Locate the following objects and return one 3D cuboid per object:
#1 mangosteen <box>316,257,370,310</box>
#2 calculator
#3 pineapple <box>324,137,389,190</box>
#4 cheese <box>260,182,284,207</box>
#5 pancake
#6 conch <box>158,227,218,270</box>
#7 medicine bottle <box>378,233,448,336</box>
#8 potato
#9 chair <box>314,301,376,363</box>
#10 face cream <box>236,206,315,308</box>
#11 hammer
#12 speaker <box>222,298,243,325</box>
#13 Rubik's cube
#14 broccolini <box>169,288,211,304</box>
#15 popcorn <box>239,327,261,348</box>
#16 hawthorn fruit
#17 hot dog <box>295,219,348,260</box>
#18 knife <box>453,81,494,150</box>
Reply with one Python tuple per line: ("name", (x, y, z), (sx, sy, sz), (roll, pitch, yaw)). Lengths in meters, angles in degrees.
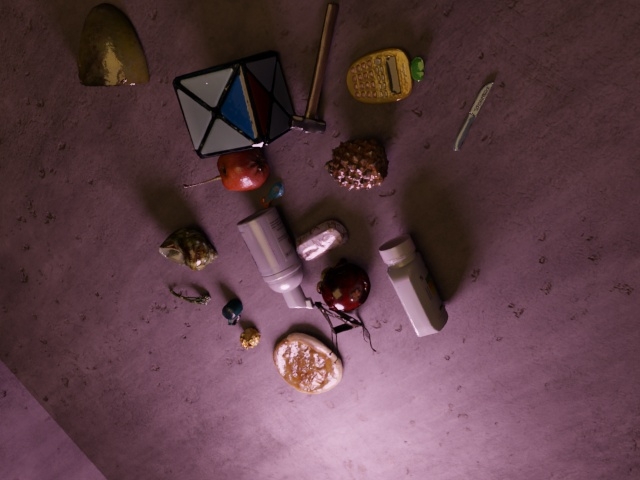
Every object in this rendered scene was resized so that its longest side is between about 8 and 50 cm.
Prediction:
("mangosteen", (0.070, 0.143, 1.803), (0.180, 0.166, 0.166), (33, 127, 44))
("calculator", (0.182, -0.463, 1.559), (0.234, 0.032, 0.146), (-4, 110, 26))
("pineapple", (0.100, -0.221, 1.626), (0.193, 0.166, 0.166), (1, 112, 23))
("cheese", (-0.160, -0.152, 1.841), (0.111, 0.017, 0.047), (-42, 73, 27))
("pancake", (-0.049, 0.457, 2.047), (0.282, 0.049, 0.283), (11, 117, 22))
("conch", (-0.473, 0.035, 2.008), (0.181, 0.124, 0.187), (43, 145, -9))
("medicine bottle", (0.287, 0.134, 1.695), (0.111, 0.161, 0.296), (-23, 100, 28))
("potato", (-0.720, -0.645, 1.827), (0.269, 0.112, 0.255), (6, 113, 19))
("chair", (0.071, 0.286, 1.849), (0.148, 0.174, 0.213), (-21, 96, -6))
("face cream", (-0.140, 0.081, 1.863), (0.145, 0.145, 0.370), (-18, 102, 28))
("hammer", (-0.006, -0.494, 1.605), (0.111, 0.043, 0.366), (4, 113, -22))
("speaker", (-0.322, 0.273, 2.066), (0.060, 0.075, 0.095), (-12, 107, 28))
("Rubik's cube", (-0.247, -0.405, 1.643), (0.246, 0.248, 0.250), (-6, 110, 24))
("broccolini", (-0.511, 0.216, 2.139), (0.194, 0.052, 0.054), (11, 112, 19))
("popcorn", (-0.265, 0.370, 2.084), (0.082, 0.083, 0.057), (-22, 131, 8))
("hawthorn fruit", (-0.305, -0.209, 1.796), (0.285, 0.165, 0.165), (-22, 102, 21))
("hot dog", (0.000, 0.000, 1.821), (0.191, 0.059, 0.108), (-30, 111, 27))
("knife", (0.416, -0.341, 1.520), (0.028, 0.015, 0.210), (31, 120, 16))
